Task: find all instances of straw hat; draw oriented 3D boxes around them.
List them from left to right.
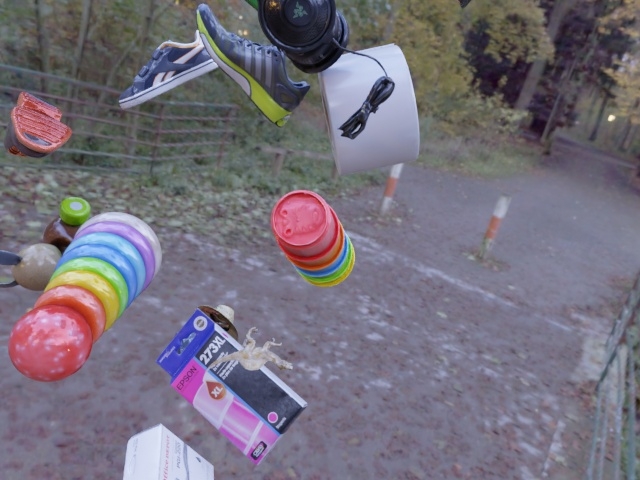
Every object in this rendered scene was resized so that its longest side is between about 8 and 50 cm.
[{"bbox_3d":[-0.262,0.208,1.524,0.144,0.144,0.061,21,46,15],"label":"straw hat"}]

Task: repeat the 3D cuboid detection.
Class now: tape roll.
[{"bbox_3d":[0.097,-0.270,1.198,0.169,0.246,0.246,-12,20,1],"label":"tape roll"}]

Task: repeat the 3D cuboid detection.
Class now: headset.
[{"bbox_3d":[-0.042,-0.361,1.016,0.394,0.185,0.243,38,10,8],"label":"headset"}]

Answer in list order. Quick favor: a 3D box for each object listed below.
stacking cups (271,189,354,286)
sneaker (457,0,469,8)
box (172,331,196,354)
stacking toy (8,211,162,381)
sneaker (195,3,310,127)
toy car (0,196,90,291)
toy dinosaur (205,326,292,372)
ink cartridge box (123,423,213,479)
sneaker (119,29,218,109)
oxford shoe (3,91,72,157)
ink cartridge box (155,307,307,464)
[{"bbox_3d":[0.000,0.000,0.735,0.096,0.096,0.316,18,-9,5],"label":"stacking cups"},{"bbox_3d":[0.232,-0.483,0.932,0.136,0.116,0.314,37,41,-3],"label":"sneaker"},{"bbox_3d":[-0.367,0.360,1.781,0.158,0.093,0.156,-7,66,-26],"label":"box"},{"bbox_3d":[-0.319,0.071,0.773,0.141,0.141,0.330,14,18,-8],"label":"stacking toy"},{"bbox_3d":[-0.144,-0.391,1.221,0.300,0.121,0.111,44,15,-27],"label":"sneaker"},{"bbox_3d":[-0.492,0.032,1.001,0.188,0.155,0.149,-17,57,-41],"label":"toy car"},{"bbox_3d":[-0.148,0.232,1.183,0.183,0.053,0.093,0,42,6],"label":"toy dinosaur"},{"bbox_3d":[-0.328,0.533,1.251,0.218,0.092,0.159,55,11,-36],"label":"ink cartridge box"},{"bbox_3d":[-0.456,-0.498,1.654,0.321,0.127,0.126,-29,21,-7],"label":"sneaker"},{"bbox_3d":[-0.508,-0.182,1.007,0.097,0.098,0.271,25,12,-31],"label":"oxford shoe"},{"bbox_3d":[-0.227,0.345,1.375,0.371,0.176,0.069,38,-2,15],"label":"ink cartridge box"}]
